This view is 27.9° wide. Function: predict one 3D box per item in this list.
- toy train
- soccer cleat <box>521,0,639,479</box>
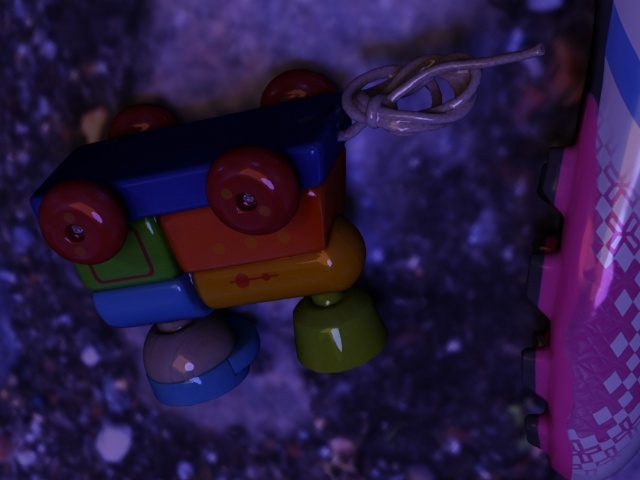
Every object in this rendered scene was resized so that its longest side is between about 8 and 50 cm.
[{"bbox_3d":[0.000,0.000,0.611,0.248,0.105,0.143,-9,117,21],"label":"toy train"},{"bbox_3d":[0.163,-0.037,0.530,0.143,0.116,0.331,6,113,10],"label":"soccer cleat"}]
